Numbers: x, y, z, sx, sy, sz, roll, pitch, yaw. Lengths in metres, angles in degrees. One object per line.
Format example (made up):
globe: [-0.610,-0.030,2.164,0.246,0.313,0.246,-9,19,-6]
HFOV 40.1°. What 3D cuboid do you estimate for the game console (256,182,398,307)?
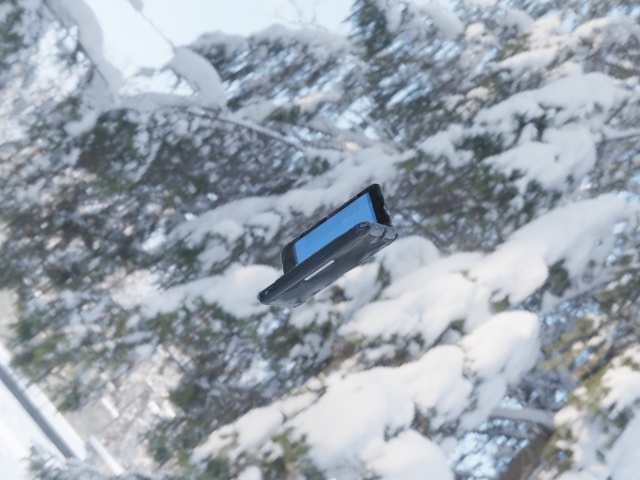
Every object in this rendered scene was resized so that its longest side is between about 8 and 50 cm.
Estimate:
game console: [0.000,0.000,0.783,0.071,0.122,0.107,61,20,19]
